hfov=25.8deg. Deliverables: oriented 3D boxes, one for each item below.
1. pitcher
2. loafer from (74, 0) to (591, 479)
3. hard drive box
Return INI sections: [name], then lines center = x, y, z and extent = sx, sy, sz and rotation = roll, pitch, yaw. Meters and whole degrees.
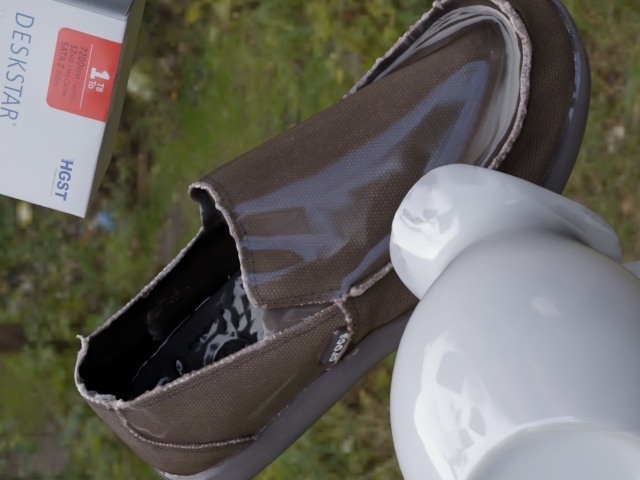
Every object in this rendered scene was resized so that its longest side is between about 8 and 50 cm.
[pitcher]
center = 0.118, 0.055, 0.606
extent = 0.207, 0.178, 0.125
rotation = -87, 6, -62
[loafer]
center = 0.000, 0.000, 0.776
extent = 0.366, 0.130, 0.134
rotation = -49, 47, 13
[hard drive box]
center = -0.259, -0.141, 1.028
extent = 0.089, 0.232, 0.181
rotation = -80, 6, -55
